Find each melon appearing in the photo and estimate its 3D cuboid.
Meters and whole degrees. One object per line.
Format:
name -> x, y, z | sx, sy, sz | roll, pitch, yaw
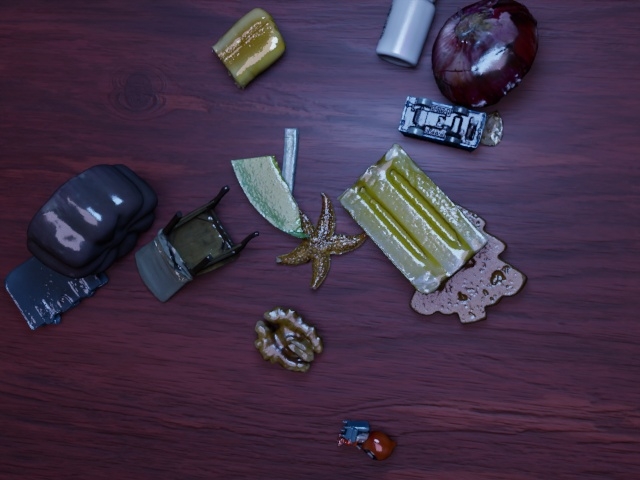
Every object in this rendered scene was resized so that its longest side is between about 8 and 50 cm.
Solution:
melon -> -0.108, -0.108, 1.693 | 0.114, 0.053, 0.261 | -36, 84, 12

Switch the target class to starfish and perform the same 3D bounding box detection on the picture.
starfish -> 0.000, 0.000, 1.696 | 0.241, 0.043, 0.227 | -12, 91, 6

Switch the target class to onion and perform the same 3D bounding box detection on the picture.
onion -> 0.370, -0.405, 1.548 | 0.252, 0.219, 0.252 | -26, 50, 35

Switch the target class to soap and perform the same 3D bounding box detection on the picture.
soap -> 0.213, -0.047, 1.609 | 0.199, 0.091, 0.315 | -45, 76, 12

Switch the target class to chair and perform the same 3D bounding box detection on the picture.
chair -> -0.308, 0.015, 1.702 | 0.186, 0.319, 0.160 | -33, 88, -36

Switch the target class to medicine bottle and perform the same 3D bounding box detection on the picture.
medicine bottle -> 0.203, -0.503, 1.612 | 0.103, 0.103, 0.186 | 19, 95, 7

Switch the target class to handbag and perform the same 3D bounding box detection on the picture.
handbag -> -0.675, 0.108, 1.791 | 0.229, 0.062, 0.179 | -33, 87, 9

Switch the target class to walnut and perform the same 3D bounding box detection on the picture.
walnut -> -0.079, 0.240, 1.704 | 0.170, 0.069, 0.143 | 39, 96, 4

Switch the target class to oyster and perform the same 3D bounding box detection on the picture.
oyster -> 0.400, -0.263, 1.634 | 0.054, 0.019, 0.083 | 9, 102, -10

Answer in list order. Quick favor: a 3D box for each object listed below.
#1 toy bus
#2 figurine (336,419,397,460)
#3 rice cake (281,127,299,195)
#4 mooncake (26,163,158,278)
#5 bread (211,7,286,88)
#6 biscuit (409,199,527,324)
toy bus -> 0.282, -0.265, 1.608 | 0.185, 0.106, 0.090 | 16, 91, 13
figurine -> 0.114, 0.481, 1.688 | 0.140, 0.068, 0.075 | 18, 92, 1
rice cake -> -0.076, -0.190, 1.705 | 0.033, 0.029, 0.170 | 6, 94, 13
mooncake -> -0.525, -0.044, 1.646 | 0.154, 0.306, 0.306 | 39, 97, 4
bread -> -0.167, -0.460, 1.679 | 0.173, 0.085, 0.134 | -35, 84, 10
biscuit -> 0.332, 0.045, 1.645 | 0.278, 0.043, 0.301 | -10, 88, 13
